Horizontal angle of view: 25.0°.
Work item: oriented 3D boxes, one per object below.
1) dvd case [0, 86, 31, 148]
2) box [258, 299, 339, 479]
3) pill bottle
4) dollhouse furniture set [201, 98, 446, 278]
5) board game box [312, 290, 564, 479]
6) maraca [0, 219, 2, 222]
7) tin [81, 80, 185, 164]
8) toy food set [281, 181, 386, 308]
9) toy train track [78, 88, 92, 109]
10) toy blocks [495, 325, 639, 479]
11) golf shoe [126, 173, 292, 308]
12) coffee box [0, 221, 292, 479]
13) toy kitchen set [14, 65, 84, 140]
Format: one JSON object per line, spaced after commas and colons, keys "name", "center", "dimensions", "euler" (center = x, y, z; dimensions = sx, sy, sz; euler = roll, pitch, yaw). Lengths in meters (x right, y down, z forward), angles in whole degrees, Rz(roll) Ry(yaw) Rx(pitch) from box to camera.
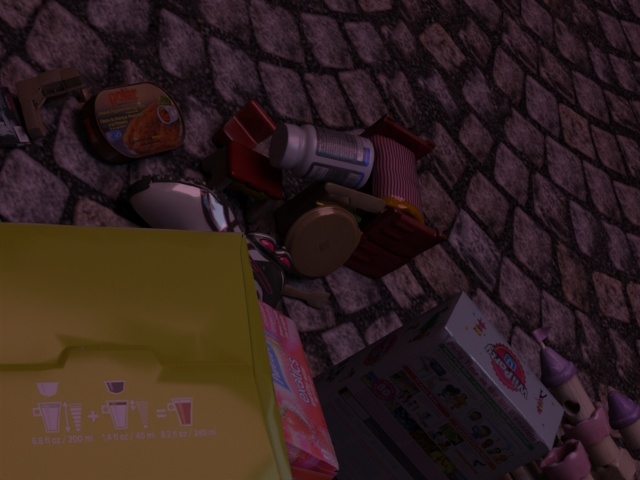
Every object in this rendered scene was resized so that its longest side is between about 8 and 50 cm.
{"name": "dvd case", "center": [-0.430, -0.155, 1.828], "dimensions": [0.119, 0.013, 0.087], "euler": [-10, 71, -52]}
{"name": "box", "center": [-0.101, 0.200, 1.740], "dimensions": [0.142, 0.154, 0.300], "euler": [34, 20, -29]}
{"name": "pill bottle", "center": [0.001, -0.123, 2.070], "dimensions": [0.137, 0.078, 0.078], "euler": [12, 52, -24]}
{"name": "dollhouse furniture set", "center": [0.006, -0.109, 2.190], "dimensions": [0.374, 0.152, 0.201], "euler": [26, 45, -36]}
{"name": "board game box", "center": [0.138, 0.236, 1.944], "dimensions": [0.224, 0.303, 0.097], "euler": [49, 35, -11]}
{"name": "maraca", "center": [-0.427, -0.053, 1.683], "dimensions": [0.127, 0.099, 0.186], "euler": [-41, 122, -47]}
{"name": "tin", "center": [-0.260, -0.164, 2.006], "dimensions": [0.189, 0.040, 0.106], "euler": [-20, 89, -58]}
{"name": "toy food set", "center": [0.000, 0.000, 2.100], "dimensions": [0.132, 0.192, 0.038], "euler": [19, 19, -38]}
{"name": "toy train track", "center": [-0.313, -0.167, 1.978], "dimensions": [0.048, 0.014, 0.083], "euler": [-15, 81, -59]}
{"name": "toy blocks", "center": [0.296, 0.267, 2.121], "dimensions": [0.260, 0.288, 0.309], "euler": [58, 38, -8]}
{"name": "golf shoe", "center": [-0.151, 0.009, 1.959], "dimensions": [0.273, 0.105, 0.120], "euler": [35, 48, -27]}
{"name": "coffee box", "center": [-0.256, 0.203, 1.394], "dimensions": [0.337, 0.334, 0.338], "euler": [2, 64, -30]}
{"name": "toy kitchen set", "center": [-0.348, -0.175, 1.900], "dimensions": [0.068, 0.083, 0.075], "euler": [82, -9, -69]}
